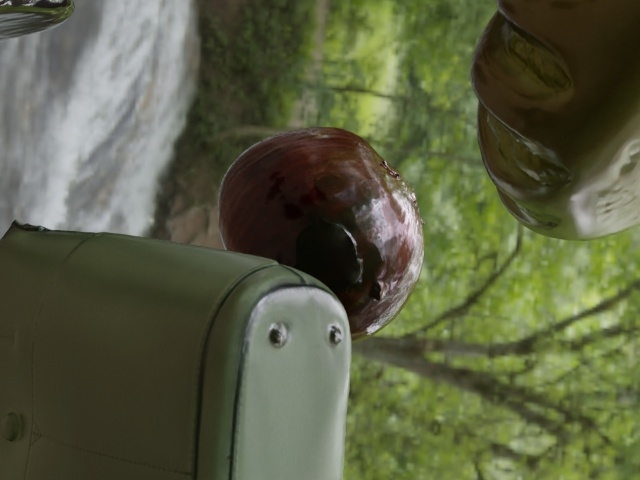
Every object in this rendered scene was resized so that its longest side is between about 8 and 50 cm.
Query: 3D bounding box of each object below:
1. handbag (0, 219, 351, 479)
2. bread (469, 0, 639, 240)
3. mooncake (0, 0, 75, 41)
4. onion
[{"bbox_3d":[-0.130,0.110,0.612,0.109,0.315,0.241,10,83,-51],"label":"handbag"},{"bbox_3d":[0.216,-0.140,0.672,0.160,0.333,0.333,52,-14,24],"label":"bread"},{"bbox_3d":[-0.381,-0.256,1.009,0.283,0.283,0.141,-47,123,-79],"label":"mooncake"},{"bbox_3d":[0.008,-0.001,1.595,0.341,0.341,0.341,6,90,-84],"label":"onion"}]
